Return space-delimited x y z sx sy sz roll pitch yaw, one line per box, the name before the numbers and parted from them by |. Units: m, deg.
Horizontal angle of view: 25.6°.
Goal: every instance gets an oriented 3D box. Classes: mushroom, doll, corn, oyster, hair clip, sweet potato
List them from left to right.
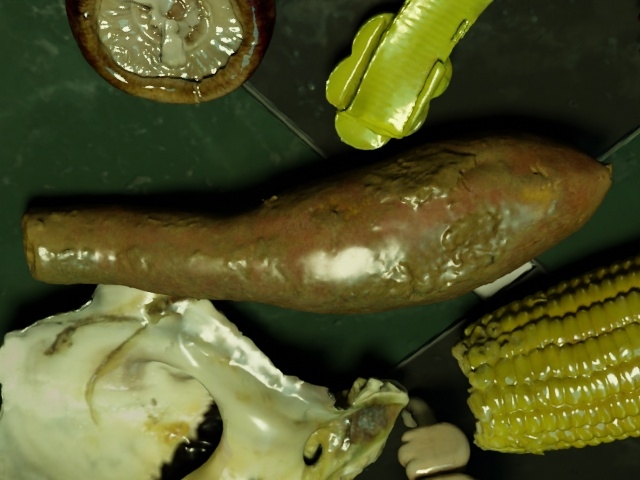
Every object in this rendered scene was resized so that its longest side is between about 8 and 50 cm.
oyster | -0.105 0.132 0.992 0.275 0.100 0.271 -43 118 3
mushroom | -0.087 -0.135 0.823 0.123 0.052 0.123 1 127 1
sweet potato | 0.000 0.000 0.910 0.385 0.109 0.109 -10 128 1
hair clip | 0.061 -0.128 0.851 0.072 0.046 0.173 22 120 -19
doll | 0.100 0.247 1.078 0.119 0.154 0.278 -11 128 -1
corn | 0.259 0.057 0.975 0.344 0.131 0.131 -19 128 10

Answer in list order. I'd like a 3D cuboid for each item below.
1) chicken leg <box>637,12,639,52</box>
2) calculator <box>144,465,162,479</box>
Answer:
chicken leg | 0.279 -0.179 0.842 0.089 0.048 0.219 33 116 -32
calculator | -0.247 0.257 1.099 0.274 0.058 0.248 1 128 -10
